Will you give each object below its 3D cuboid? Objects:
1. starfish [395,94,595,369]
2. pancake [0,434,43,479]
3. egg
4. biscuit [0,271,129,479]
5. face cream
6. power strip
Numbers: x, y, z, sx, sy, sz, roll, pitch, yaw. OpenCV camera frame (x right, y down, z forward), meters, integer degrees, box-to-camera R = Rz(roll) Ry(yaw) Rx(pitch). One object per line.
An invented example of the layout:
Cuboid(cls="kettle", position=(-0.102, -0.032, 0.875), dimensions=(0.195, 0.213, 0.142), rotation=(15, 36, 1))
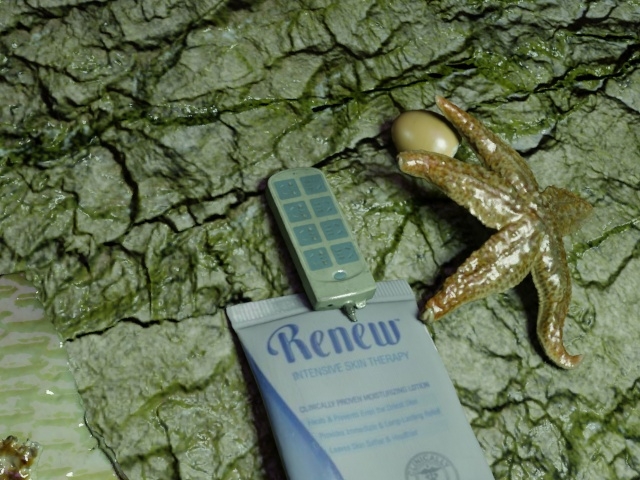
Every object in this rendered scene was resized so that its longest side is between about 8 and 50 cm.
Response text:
Cuboid(cls="starfish", position=(0.247, -0.016, 1.080), dimensions=(0.327, 0.094, 0.375), rotation=(-10, 79, -32))
Cuboid(cls="pancake", position=(-0.345, 0.266, 0.741), dimensions=(0.266, 0.057, 0.244), rotation=(34, 79, -6))
Cuboid(cls="egg", position=(0.138, -0.134, 1.138), dimensions=(0.096, 0.080, 0.080), rotation=(38, 58, 3))
Cuboid(cls="biscuit", position=(-0.321, 0.172, 0.847), dimensions=(0.187, 0.036, 0.273), rotation=(-19, 70, -26))
Cuboid(cls="face cream", position=(0.065, 0.225, 0.917), dimensions=(0.235, 0.137, 0.420), rotation=(-9, 54, -20))
Cuboid(cls="power strip", position=(0.000, 0.000, 1.032), dimensions=(0.080, 0.029, 0.227), rotation=(-11, 58, -23))
